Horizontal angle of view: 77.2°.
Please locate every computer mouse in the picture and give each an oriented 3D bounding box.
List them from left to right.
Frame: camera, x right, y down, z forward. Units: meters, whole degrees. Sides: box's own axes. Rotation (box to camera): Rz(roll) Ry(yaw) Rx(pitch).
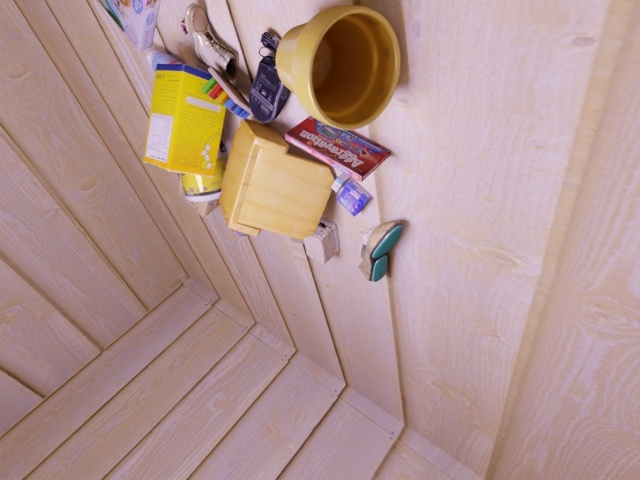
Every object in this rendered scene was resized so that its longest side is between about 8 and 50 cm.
[{"bbox_3d":[-0.138,-0.483,1.250,0.188,0.072,0.272,46,140,4],"label":"computer mouse"}]

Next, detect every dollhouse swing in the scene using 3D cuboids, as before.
[{"bbox_3d":[-0.166,-0.214,1.481,0.315,0.305,0.347,56,132,50],"label":"dollhouse swing"}]

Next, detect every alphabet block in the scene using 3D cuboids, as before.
[{"bbox_3d":[-0.563,-0.265,1.973,0.193,0.192,0.197,48,151,0],"label":"alphabet block"}]

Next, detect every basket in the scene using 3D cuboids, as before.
[{"bbox_3d":[0.000,0.000,1.652,0.113,0.103,0.167,27,146,29],"label":"basket"}]

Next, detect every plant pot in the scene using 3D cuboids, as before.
[{"bbox_3d":[0.018,-0.415,0.956,0.239,0.254,0.254,38,155,46],"label":"plant pot"}]

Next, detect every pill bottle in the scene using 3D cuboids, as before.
[{"bbox_3d":[-0.609,-0.690,1.581,0.160,0.087,0.087,36,151,17],"label":"pill bottle"},{"bbox_3d":[-0.518,-0.347,1.719,0.188,0.188,0.334,15,121,43],"label":"pill bottle"}]

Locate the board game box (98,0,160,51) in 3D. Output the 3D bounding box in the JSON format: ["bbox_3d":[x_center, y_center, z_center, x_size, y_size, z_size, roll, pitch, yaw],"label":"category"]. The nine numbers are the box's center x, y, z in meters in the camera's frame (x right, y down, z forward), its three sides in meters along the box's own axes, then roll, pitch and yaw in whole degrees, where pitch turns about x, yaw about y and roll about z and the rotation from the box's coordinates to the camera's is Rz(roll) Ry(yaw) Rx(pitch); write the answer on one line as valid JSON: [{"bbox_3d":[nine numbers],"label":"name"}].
[{"bbox_3d":[-0.728,-0.920,1.459,0.318,0.066,0.318,51,152,-10],"label":"board game box"}]

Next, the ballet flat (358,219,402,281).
[{"bbox_3d":[0.195,0.023,1.422,0.123,0.123,0.348,35,150,20],"label":"ballet flat"}]

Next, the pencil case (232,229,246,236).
[{"bbox_3d":[-0.346,-0.098,1.972,0.124,0.124,0.284,52,149,-11],"label":"pencil case"}]

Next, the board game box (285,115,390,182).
[{"bbox_3d":[0.048,-0.280,1.175,0.281,0.145,0.027,33,150,21],"label":"board game box"}]

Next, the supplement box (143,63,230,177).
[{"bbox_3d":[-0.489,-0.431,1.461,0.194,0.195,0.357,21,103,38],"label":"supplement box"}]

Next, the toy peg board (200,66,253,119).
[{"bbox_3d":[-0.310,-0.473,1.357,0.161,0.079,0.161,51,-167,13],"label":"toy peg board"}]

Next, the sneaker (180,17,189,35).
[{"bbox_3d":[-0.453,-0.720,1.351,0.118,0.067,0.042,20,142,39],"label":"sneaker"}]

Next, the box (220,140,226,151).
[{"bbox_3d":[-0.463,-0.436,1.790,0.067,0.018,0.083,17,141,42],"label":"box"}]

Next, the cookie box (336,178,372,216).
[{"bbox_3d":[0.114,-0.144,1.374,0.092,0.040,0.107,44,152,4],"label":"cookie box"}]

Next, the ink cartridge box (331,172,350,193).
[{"bbox_3d":[0.066,-0.197,1.361,0.028,0.048,0.083,44,152,3],"label":"ink cartridge box"}]

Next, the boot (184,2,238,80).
[{"bbox_3d":[-0.348,-0.640,1.305,0.165,0.077,0.213,38,158,16],"label":"boot"}]

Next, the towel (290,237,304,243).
[{"bbox_3d":[-0.106,-0.028,1.838,0.148,0.027,0.110,7,134,50],"label":"towel"}]
